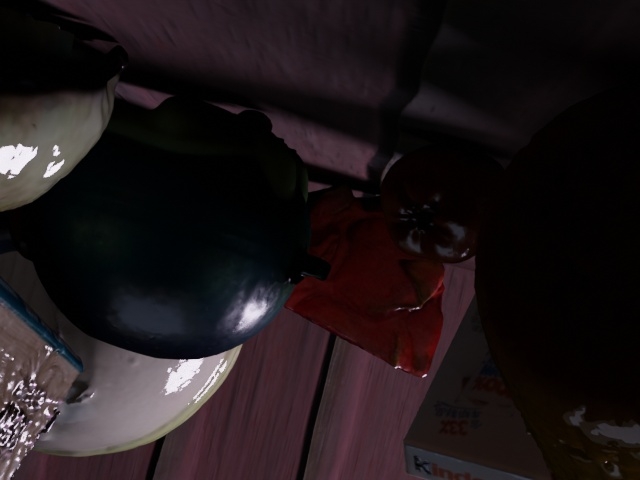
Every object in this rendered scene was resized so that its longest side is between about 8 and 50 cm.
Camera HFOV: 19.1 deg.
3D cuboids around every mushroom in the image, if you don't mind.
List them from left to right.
[{"bbox_3d":[-0.255,-0.088,1.044,0.247,0.130,0.344,8,176,21],"label":"mushroom"}]

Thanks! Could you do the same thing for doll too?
[{"bbox_3d":[-0.142,-0.022,1.342,0.322,0.186,0.198,15,176,21],"label":"doll"}]

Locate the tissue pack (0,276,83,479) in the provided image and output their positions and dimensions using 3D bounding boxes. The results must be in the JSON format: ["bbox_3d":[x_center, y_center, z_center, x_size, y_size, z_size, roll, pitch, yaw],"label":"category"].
[{"bbox_3d":[-0.281,0.055,1.199,0.192,0.134,0.271,29,168,14],"label":"tissue pack"}]

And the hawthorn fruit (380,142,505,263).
[{"bbox_3d":[0.085,-0.029,1.231,0.081,0.081,0.093,13,-153,27],"label":"hawthorn fruit"}]

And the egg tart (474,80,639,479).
[{"bbox_3d":[0.159,0.024,0.777,0.202,0.203,0.147,13,164,29],"label":"egg tart"}]

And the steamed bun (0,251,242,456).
[{"bbox_3d":[-0.174,0.022,1.623,0.309,0.309,0.309,14,178,0],"label":"steamed bun"}]

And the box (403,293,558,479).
[{"bbox_3d":[0.232,0.096,1.389,0.273,0.265,0.048,14,139,20],"label":"box"}]

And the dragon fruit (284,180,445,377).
[{"bbox_3d":[0.000,0.000,1.830,0.205,0.152,0.317,28,179,-23],"label":"dragon fruit"}]
